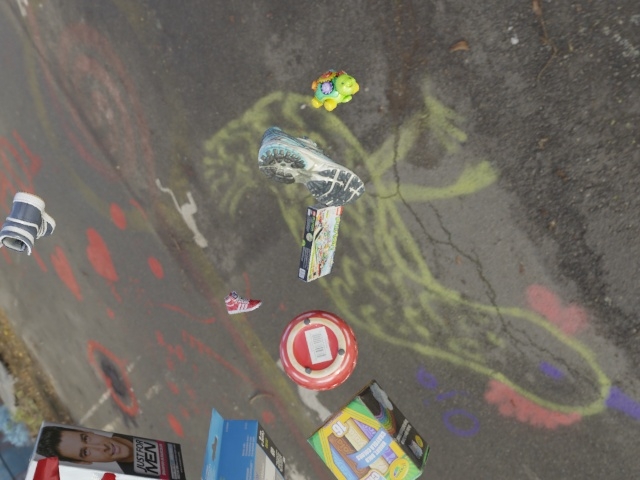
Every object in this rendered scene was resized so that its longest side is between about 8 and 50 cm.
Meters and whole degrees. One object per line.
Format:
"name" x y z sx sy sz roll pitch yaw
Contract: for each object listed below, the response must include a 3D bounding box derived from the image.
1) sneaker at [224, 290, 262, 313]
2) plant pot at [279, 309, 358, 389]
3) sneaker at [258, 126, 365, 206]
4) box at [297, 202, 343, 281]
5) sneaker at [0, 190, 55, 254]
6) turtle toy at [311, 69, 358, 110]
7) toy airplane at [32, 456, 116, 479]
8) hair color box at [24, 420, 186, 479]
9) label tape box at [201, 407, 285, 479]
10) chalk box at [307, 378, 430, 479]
"sneaker" -0.248 0.190 1.732 0.118 0.042 0.067 -14 108 14
"plant pot" -0.009 0.256 1.287 0.191 0.191 0.174 48 175 14
"sneaker" -0.011 -0.177 1.247 0.110 0.283 0.122 -40 41 34
"box" 0.000 0.000 1.473 0.036 0.114 0.207 24 117 33
"sneaker" -0.843 -0.022 1.573 0.282 0.099 0.153 136 146 -65
"turtle toy" 0.033 -0.336 1.201 0.130 0.095 0.066 28 153 49
"toy airplane" -0.318 0.331 0.682 0.151 0.151 0.028 38 124 25
"hair color box" -0.551 0.594 1.420 0.114 0.374 0.185 -69 23 5
"label tape box" -0.216 0.681 1.637 0.105 0.241 0.334 -18 124 10
"chalk box" 0.143 0.525 1.347 0.179 0.180 0.289 -43 77 13
